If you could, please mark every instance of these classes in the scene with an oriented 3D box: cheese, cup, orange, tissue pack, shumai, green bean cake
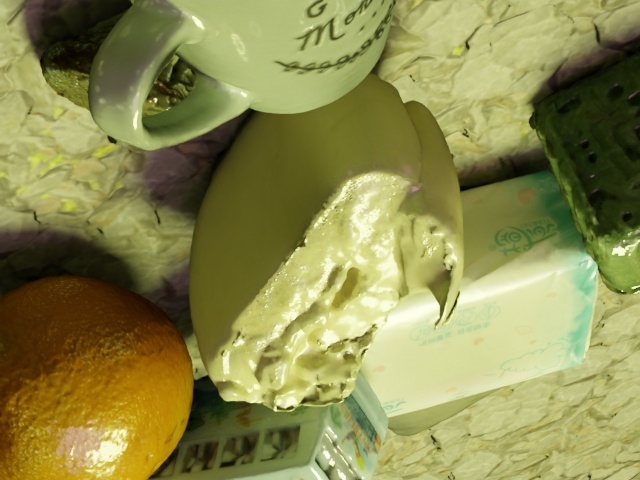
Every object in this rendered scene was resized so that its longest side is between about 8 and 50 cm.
[{"bbox_3d":[0.000,0.000,1.396,0.127,0.233,0.266,14,131,-29],"label":"cheese"},{"bbox_3d":[-0.056,-0.155,1.125,0.258,0.186,0.234,-60,161,-17],"label":"cup"},{"bbox_3d":[-0.200,0.123,1.479,0.206,0.206,0.206,-16,147,-11],"label":"orange"},{"bbox_3d":[0.106,0.057,1.630,0.271,0.124,0.201,-14,142,-8],"label":"tissue pack"},{"bbox_3d":[-0.128,-0.129,1.264,0.124,0.087,0.099,21,169,9],"label":"shumai"},{"bbox_3d":[0.282,-0.068,1.510,0.173,0.181,0.094,-25,147,7],"label":"green bean cake"}]

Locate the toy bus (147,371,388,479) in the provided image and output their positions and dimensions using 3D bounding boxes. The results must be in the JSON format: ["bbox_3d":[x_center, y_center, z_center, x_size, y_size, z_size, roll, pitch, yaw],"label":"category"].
[{"bbox_3d":[-0.111,0.189,1.580,0.330,0.136,0.109,-13,131,28],"label":"toy bus"}]

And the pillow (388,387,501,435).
[{"bbox_3d":[0.158,0.124,1.830,0.255,0.059,0.169,-32,150,12],"label":"pillow"}]
